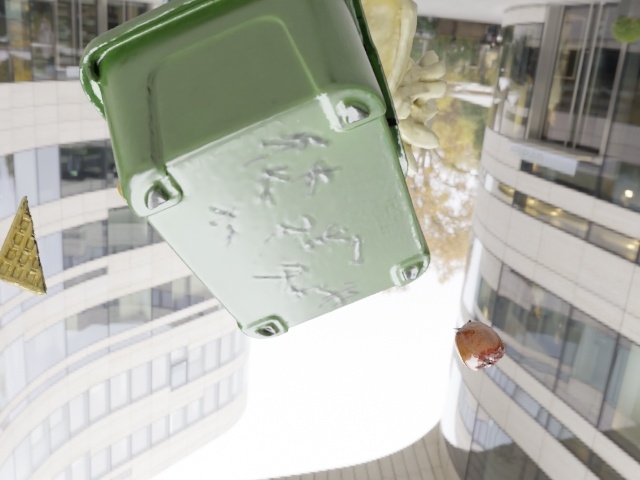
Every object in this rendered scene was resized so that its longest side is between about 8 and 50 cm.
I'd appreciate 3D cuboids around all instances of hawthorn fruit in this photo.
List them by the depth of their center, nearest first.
[{"bbox_3d":[0.276,0.181,1.138,0.081,0.081,0.093,-4,-134,-27],"label":"hawthorn fruit"}]

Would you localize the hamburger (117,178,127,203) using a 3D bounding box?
[{"bbox_3d":[-0.464,-0.125,1.556,0.044,0.076,0.083,-30,-151,1],"label":"hamburger"}]

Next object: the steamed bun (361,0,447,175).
[{"bbox_3d":[0.105,-0.266,1.220,0.247,0.428,0.189,25,-172,29],"label":"steamed bun"}]

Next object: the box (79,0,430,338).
[{"bbox_3d":[-0.038,-0.059,0.592,0.252,0.329,0.178,-22,-129,6],"label":"box"}]

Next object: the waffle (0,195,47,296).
[{"bbox_3d":[-0.481,0.009,1.072,0.097,0.153,0.023,23,155,-24],"label":"waffle"}]

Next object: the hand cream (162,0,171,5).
[{"bbox_3d":[-0.187,-0.364,0.884,0.052,0.248,0.075,17,-166,-5],"label":"hand cream"}]
